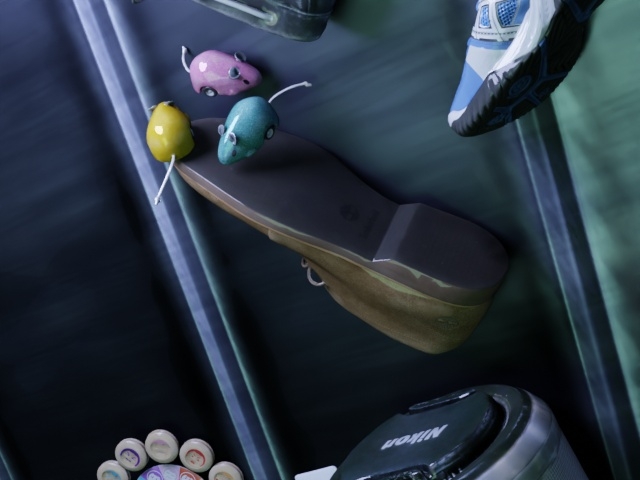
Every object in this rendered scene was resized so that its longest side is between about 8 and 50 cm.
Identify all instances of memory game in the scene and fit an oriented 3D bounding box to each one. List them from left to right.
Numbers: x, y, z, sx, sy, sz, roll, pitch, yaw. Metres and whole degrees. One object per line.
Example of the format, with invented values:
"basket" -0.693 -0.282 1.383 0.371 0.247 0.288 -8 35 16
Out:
"memory game" -0.153 0.283 1.363 0.186 0.012 0.186 6 112 15

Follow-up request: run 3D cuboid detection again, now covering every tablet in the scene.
"tablet" 0.014 0.263 1.287 0.054 0.006 0.083 -22 104 36

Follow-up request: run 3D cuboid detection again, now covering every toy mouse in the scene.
"toy mouse" -0.079 -0.117 1.070 0.143 0.161 0.031 -15 143 8

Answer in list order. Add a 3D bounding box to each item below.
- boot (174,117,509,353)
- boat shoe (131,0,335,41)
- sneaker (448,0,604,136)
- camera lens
"boot" 0.000 0.000 1.094 0.305 0.112 0.115 28 137 11
"boat shoe" -0.139 -0.242 1.022 0.335 0.121 0.119 23 120 15
"sneaker" 0.148 -0.165 0.943 0.081 0.080 0.211 50 131 25
"camera lens" 0.143 0.276 1.084 0.219 0.219 0.274 -22 104 36
